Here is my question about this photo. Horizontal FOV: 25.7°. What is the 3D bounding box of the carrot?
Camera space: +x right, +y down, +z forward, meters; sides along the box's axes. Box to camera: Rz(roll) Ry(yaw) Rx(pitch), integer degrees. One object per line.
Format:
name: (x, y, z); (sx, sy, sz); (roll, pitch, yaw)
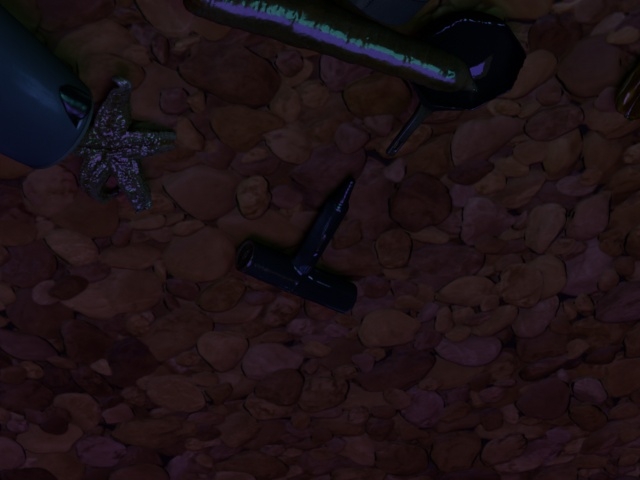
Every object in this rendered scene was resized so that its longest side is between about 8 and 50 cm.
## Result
carrot: (0.017, -0.227, 1.520); (0.342, 0.070, 0.070); (17, 132, -10)

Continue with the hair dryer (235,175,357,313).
hair dryer: (0.014, 0.002, 1.799); (0.173, 0.050, 0.195); (24, 125, -32)

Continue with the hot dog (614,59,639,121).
hot dog: (0.389, -0.193, 1.652); (0.049, 0.037, 0.122); (25, 123, -14)

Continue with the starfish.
starfish: (-0.239, -0.109, 1.638); (0.150, 0.053, 0.210); (-6, 138, -22)

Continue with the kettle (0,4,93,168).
kettle: (-0.386, -0.172, 1.507); (0.210, 0.160, 0.243); (-14, 145, 33)

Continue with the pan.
pan: (0.132, -0.193, 1.605); (0.202, 0.048, 0.128); (-27, 131, 18)

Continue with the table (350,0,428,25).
table: (0.057, -0.285, 1.441); (0.133, 0.133, 0.043); (26, 129, -30)
